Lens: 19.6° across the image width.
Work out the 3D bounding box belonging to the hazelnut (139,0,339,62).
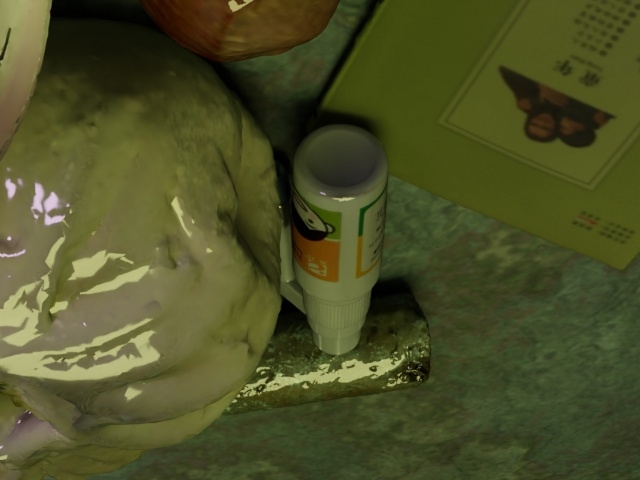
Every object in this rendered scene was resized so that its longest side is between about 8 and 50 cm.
[{"bbox_3d":[-0.045,-0.165,0.967,0.143,0.143,0.154,4,159,-19],"label":"hazelnut"}]

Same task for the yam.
[{"bbox_3d":[-0.006,0.084,1.374,0.179,0.078,0.078,-8,145,-1],"label":"yam"}]

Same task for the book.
[{"bbox_3d":[0.158,-0.124,1.093,0.239,0.035,0.352,22,142,-10],"label":"book"}]

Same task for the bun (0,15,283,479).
[{"bbox_3d":[-0.186,0.031,1.135,0.360,0.211,0.359,-6,146,-4],"label":"bun"}]

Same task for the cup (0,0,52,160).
[{"bbox_3d":[-0.272,-0.114,0.775,0.274,0.253,0.253,10,151,21],"label":"cup"}]

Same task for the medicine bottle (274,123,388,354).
[{"bbox_3d":[0.000,0.000,1.249,0.061,0.092,0.220,-42,156,-24],"label":"medicine bottle"}]
